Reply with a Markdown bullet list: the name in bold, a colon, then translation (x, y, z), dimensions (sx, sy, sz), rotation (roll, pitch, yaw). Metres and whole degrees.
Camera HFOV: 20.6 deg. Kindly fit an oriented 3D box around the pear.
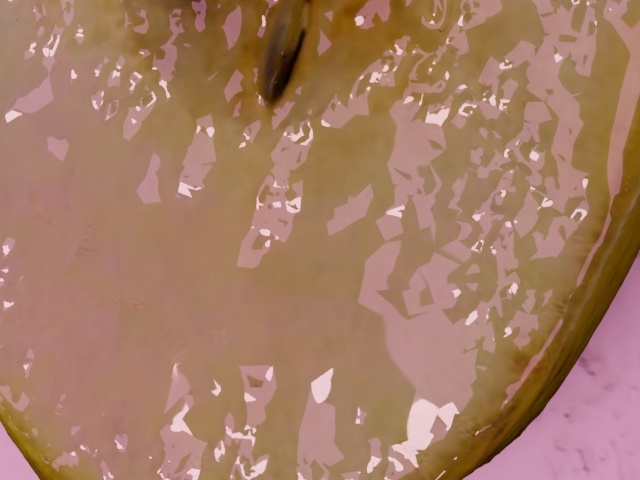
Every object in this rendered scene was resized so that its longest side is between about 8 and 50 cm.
- **pear**: translation (0.000, 0.000, 0.665), dimensions (0.286, 0.176, 0.282), rotation (4, 84, 18)
